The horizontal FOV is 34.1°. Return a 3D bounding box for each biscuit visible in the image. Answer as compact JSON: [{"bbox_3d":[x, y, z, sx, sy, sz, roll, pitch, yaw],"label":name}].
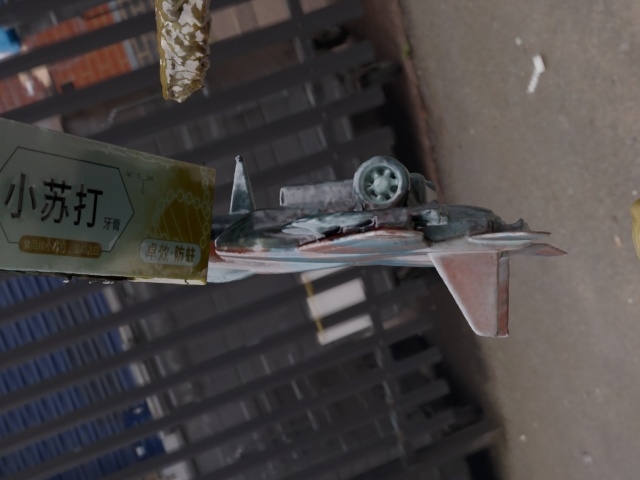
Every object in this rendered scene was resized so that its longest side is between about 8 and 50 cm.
[{"bbox_3d":[-0.050,-0.155,0.353,0.237,0.026,0.131,110,151,-69],"label":"biscuit"}]

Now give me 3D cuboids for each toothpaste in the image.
[{"bbox_3d":[-0.170,-0.020,0.587,0.313,0.071,0.089,9,-94,-64],"label":"toothpaste"}]

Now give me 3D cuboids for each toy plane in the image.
[{"bbox_3d":[0.001,-0.007,0.731,0.223,0.326,0.104,17,-97,-72],"label":"toy plane"}]

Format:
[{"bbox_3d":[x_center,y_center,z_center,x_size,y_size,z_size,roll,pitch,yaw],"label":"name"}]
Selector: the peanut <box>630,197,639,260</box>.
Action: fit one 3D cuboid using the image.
[{"bbox_3d":[0.204,0.023,0.373,0.192,0.089,0.089,25,163,5],"label":"peanut"}]
